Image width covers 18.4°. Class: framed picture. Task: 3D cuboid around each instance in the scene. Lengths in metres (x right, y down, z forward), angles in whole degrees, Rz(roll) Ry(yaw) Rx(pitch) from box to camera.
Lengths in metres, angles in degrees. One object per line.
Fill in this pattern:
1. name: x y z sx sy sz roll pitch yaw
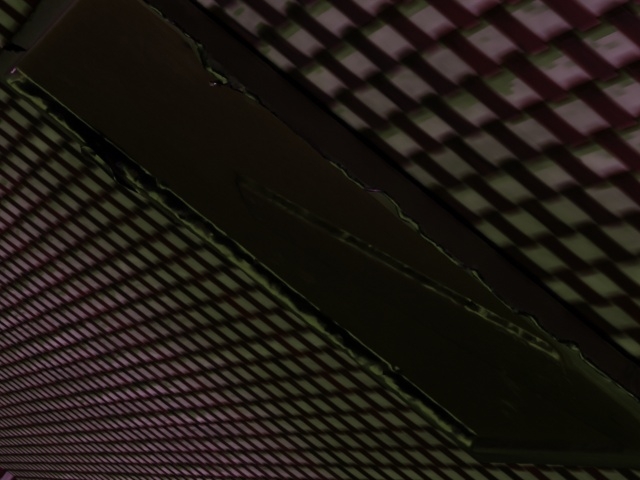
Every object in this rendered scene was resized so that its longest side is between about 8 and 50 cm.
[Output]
1. framed picture: 0.000 0.000 0.749 0.281 0.019 0.209 39 164 -12
